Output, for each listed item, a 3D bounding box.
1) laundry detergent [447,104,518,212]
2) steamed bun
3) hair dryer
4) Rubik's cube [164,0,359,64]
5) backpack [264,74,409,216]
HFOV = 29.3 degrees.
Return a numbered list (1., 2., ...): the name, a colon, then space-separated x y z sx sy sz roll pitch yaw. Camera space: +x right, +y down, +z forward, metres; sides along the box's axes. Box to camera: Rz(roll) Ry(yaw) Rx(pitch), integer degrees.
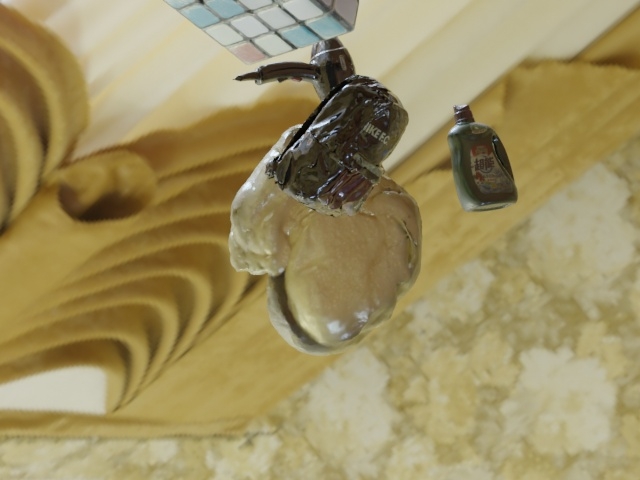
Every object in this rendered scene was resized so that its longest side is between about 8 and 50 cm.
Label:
1. laundry detergent: 0.318 -0.171 2.458 0.144 0.078 0.222 -5 -103 -33
2. steamed bun: 0.002 -0.005 2.087 0.372 0.325 0.230 58 162 -4
3. hair dryer: -0.050 -0.290 2.369 0.271 0.091 0.235 -3 -109 -25
4. Rubik's cube: -0.092 -0.483 2.045 0.259 0.256 0.253 30 -121 -40
5. backpack: 0.029 -0.103 1.385 0.106 0.165 0.120 47 -165 23
